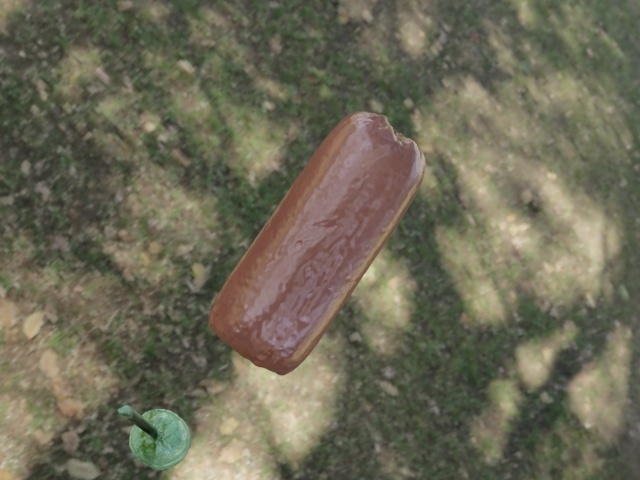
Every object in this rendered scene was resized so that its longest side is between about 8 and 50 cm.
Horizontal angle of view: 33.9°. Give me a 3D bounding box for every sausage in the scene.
[{"bbox_3d":[0.000,0.000,0.582,0.062,0.062,0.154,36,86,-21],"label":"sausage"}]

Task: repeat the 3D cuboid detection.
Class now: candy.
[{"bbox_3d":[-0.311,0.341,1.906,0.119,0.440,0.119,0,72,-1],"label":"candy"}]
